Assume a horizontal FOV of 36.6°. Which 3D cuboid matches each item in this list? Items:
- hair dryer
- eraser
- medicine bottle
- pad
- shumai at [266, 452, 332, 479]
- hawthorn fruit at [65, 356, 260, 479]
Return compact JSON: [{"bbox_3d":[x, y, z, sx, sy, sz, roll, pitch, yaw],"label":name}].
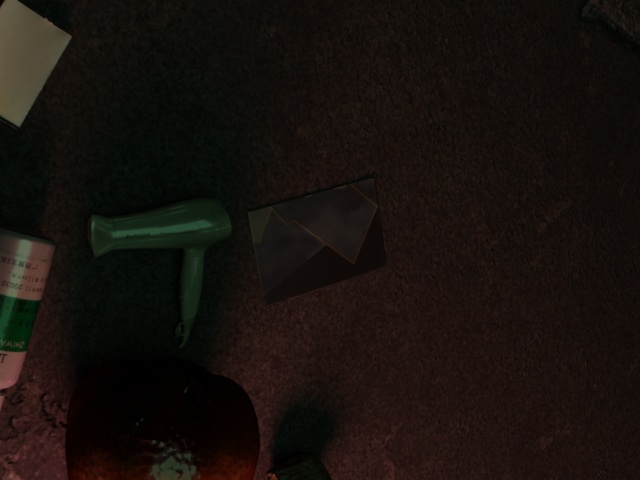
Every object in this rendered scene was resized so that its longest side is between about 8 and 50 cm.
[{"bbox_3d":[-0.234,0.058,1.445,0.206,0.075,0.237,-11,112,-21],"label":"hair dryer"},{"bbox_3d":[-0.414,-0.239,1.296,0.103,0.023,0.150,32,82,-31],"label":"eraser"},{"bbox_3d":[-0.435,0.113,1.309,0.095,0.095,0.260,14,92,-31],"label":"medicine bottle"},{"bbox_3d":[0.000,0.000,1.592,0.243,0.004,0.164,-17,107,-26],"label":"pad"},{"bbox_3d":[-0.046,0.432,1.591,0.145,0.146,0.116,26,123,-31],"label":"shumai"},{"bbox_3d":[-0.226,0.304,1.368,0.295,0.295,0.311,-20,143,-26],"label":"hawthorn fruit"}]
